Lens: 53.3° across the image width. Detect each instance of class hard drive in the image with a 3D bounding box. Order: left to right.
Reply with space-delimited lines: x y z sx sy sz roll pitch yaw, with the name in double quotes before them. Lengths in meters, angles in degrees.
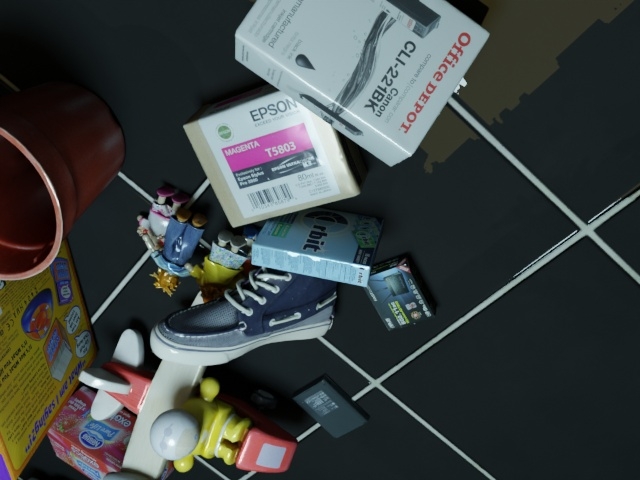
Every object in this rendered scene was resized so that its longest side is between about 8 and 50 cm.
"hard drive" 0.020 0.342 1.302 0.094 0.022 0.135 -37 105 29

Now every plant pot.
"plant pot" -0.465 -0.121 1.018 0.272 0.265 0.273 6 120 11

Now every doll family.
"doll family" -0.225 0.032 1.129 0.262 0.118 0.163 25 123 -1

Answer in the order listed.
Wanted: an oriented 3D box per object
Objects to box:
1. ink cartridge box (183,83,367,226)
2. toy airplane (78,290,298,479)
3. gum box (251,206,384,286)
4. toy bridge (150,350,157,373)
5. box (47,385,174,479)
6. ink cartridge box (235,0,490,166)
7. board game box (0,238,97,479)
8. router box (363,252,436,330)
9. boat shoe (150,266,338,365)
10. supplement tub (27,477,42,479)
"ink cartridge box" -0.068 -0.143 1.007 0.234 0.088 0.193 -14 116 22
"toy airplane" -0.275 0.320 1.194 0.384 0.272 0.386 -22 91 -2
"gum box" 0.000 0.000 1.031 0.184 0.157 0.041 12 121 8
"toy bridge" -0.338 0.299 1.368 0.063 0.026 0.188 18 121 3
"box" -0.456 0.444 1.378 0.256 0.122 0.128 21 133 23
"ink cartridge box" 0.052 -0.257 0.846 0.272 0.114 0.197 33 87 -7
"board game box" -0.678 0.172 1.159 0.355 0.357 0.357 -1 117 6
"router box" 0.136 0.092 1.118 0.092 0.038 0.123 -21 112 25
"boat shoe" -0.111 0.092 1.054 0.127 0.340 0.158 40 125 40
"supplement tub" -0.628 0.747 1.582 0.316 0.228 0.228 26 122 -1
